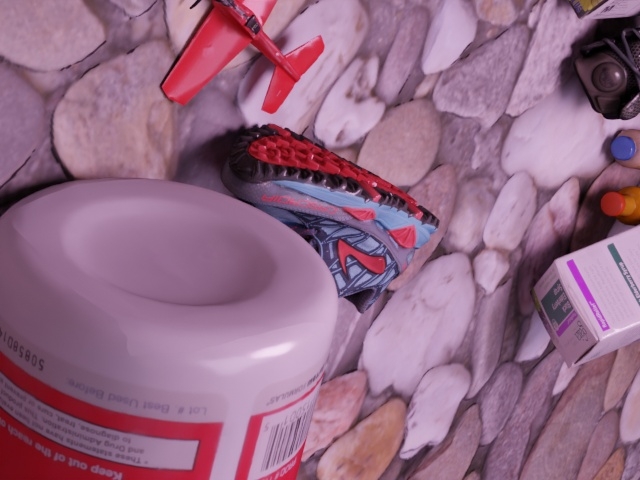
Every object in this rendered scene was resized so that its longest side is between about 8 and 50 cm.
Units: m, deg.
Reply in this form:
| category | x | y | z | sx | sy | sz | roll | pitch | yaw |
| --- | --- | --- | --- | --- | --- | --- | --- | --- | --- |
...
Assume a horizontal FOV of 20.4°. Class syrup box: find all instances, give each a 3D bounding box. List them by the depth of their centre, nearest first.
| category | x | y | z | sx | sy | sz | roll | pitch | yaw |
| --- | --- | --- | --- | --- | --- | --- | --- | --- | --- |
| syrup box | 0.337 | 0.033 | 1.763 | 0.237 | 0.096 | 0.093 | -20 | 163 | -17 |

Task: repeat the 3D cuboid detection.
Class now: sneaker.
| category | x | y | z | sx | sy | sz | roll | pitch | yaw |
| --- | --- | --- | --- | --- | --- | --- | --- | --- | --- |
| sneaker | 0.000 | 0.000 | 1.361 | 0.125 | 0.104 | 0.262 | -59 | 148 | 5 |
| sneaker | 0.315 | -0.171 | 1.592 | 0.130 | 0.087 | 0.227 | -25 | 174 | -33 |

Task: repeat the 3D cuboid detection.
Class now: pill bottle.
| category | x | y | z | sx | sy | sz | roll | pitch | yaw |
| --- | --- | --- | --- | --- | --- | --- | --- | --- | --- |
| pill bottle | -0.139 | 0.182 | 1.206 | 0.229 | 0.229 | 0.408 | -16 | 129 | -47 |

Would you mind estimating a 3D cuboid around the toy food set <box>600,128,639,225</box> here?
| category | x | y | z | sx | sy | sz | roll | pitch | yaw |
| --- | --- | --- | --- | --- | --- | --- | --- | --- | --- |
| toy food set | 0.369 | -0.112 | 1.742 | 0.232 | 0.111 | 0.104 | -37 | 158 | 29 |

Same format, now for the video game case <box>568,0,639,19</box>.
| category | x | y | z | sx | sy | sz | roll | pitch | yaw |
| --- | --- | --- | --- | --- | --- | --- | --- | --- | --- |
| video game case | 0.353 | -0.273 | 1.572 | 0.232 | 0.042 | 0.210 | -12 | 159 | -48 |

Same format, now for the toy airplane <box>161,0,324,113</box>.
| category | x | y | z | sx | sy | sz | roll | pitch | yaw |
| --- | --- | --- | --- | --- | --- | --- | --- | --- | --- |
| toy airplane | -0.046 | -0.141 | 1.248 | 0.151 | 0.028 | 0.151 | -33 | 141 | -32 |
